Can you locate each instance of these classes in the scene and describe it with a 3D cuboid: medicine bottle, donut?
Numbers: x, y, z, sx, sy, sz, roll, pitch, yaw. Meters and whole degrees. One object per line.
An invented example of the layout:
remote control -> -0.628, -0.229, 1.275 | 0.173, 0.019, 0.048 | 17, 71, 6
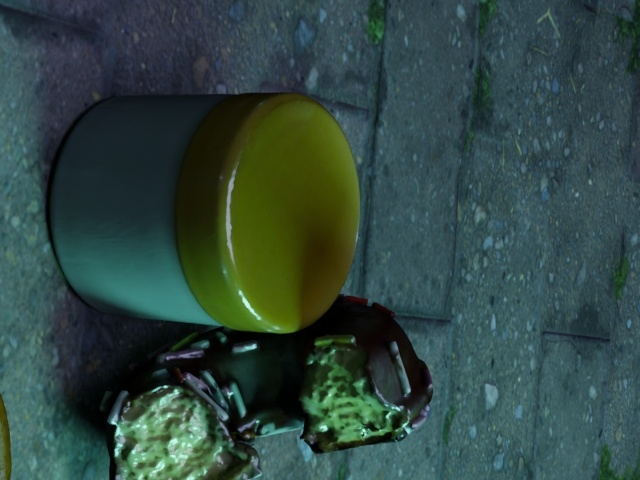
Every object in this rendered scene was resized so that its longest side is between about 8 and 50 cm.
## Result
medicine bottle -> -0.114, -0.032, 1.883 | 0.238, 0.232, 0.237 | -8, 100, -54
donut -> -0.050, 0.150, 1.928 | 0.259, 0.345, 0.136 | -66, 141, -71

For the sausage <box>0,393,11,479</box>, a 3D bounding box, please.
sausage -> -0.338, 0.260, 1.712 | 0.103, 0.076, 0.302 | 20, 76, -55
